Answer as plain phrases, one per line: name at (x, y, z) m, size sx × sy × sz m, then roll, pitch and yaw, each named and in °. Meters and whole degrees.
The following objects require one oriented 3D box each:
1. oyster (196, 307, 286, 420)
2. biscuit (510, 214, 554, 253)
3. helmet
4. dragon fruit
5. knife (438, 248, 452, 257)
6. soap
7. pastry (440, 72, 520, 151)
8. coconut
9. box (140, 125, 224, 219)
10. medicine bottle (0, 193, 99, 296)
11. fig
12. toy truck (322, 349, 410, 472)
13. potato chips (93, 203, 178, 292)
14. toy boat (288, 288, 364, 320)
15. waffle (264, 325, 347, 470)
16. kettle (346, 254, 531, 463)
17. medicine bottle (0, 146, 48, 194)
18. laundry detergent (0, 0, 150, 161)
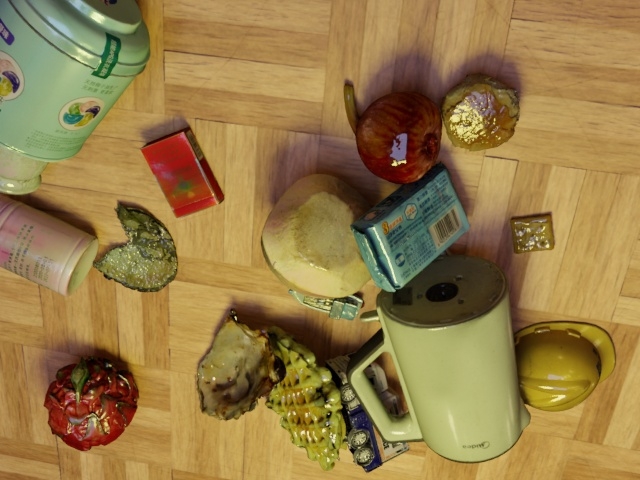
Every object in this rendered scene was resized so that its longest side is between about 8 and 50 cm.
oyster at (-0.190, 0.333, 1.644) m, size 0.096 × 0.221 × 0.361 m, roll 3°, pitch 132°, yaw -34°
biscuit at (0.438, -0.012, 1.444) m, size 0.083 × 0.018 × 0.081 m, roll -6°, pitch 115°, yaw 14°
helmet at (0.514, 0.296, 1.516) m, size 0.257 × 0.140 × 0.205 m, roll -13°, pitch 112°, yaw 19°
dragon fruit at (-0.559, 0.418, 1.750) m, size 0.233 × 0.234 × 0.293 m, roll 0°, pitch 146°, yaw 10°
knife at (0.234, 0.021, 1.485) m, size 0.073 × 0.040 × 0.265 m, roll -22°, pitch 110°, yaw 23°
soap at (0.180, -0.027, 1.352) m, size 0.077 × 0.293 × 0.156 m, roll 3°, pitch 122°, yaw 52°
pastry at (0.301, -0.239, 1.324) m, size 0.153 × 0.081 × 0.153 m, roll 2°, pitch 115°, yaw 5°
coconut at (0.000, 0.000, 1.415) m, size 0.259 × 0.259 × 0.259 m, roll 4°, pitch 116°, yaw 8°
box at (-0.293, -0.143, 1.496) m, size 0.112 × 0.048 × 0.175 m, roll -17°, pitch 111°, yaw 16°
medicine bottle at (-0.652, 0.008, 1.577) m, size 0.254 × 0.152 × 0.152 m, roll 26°, pitch 117°, yaw -2°
fig at (0.126, -0.203, 1.346) m, size 0.207 × 0.175 × 0.175 m, roll 15°, pitch 120°, yaw 32°
toy truck at (0.107, 0.385, 1.626) m, size 0.155 × 0.124 × 0.268 m, roll -21°, pitch 113°, yaw -17°
potato chips at (-0.425, 0.023, 1.617) m, size 0.202 × 0.029 × 0.220 m, roll 14°, pitch 120°, yaw 3°
toy boat at (0.013, 0.133, 1.568) m, size 0.173 × 0.059 × 0.069 m, roll 18°, pitch 117°, yaw 1°
waffle at (-0.040, 0.362, 1.606) m, size 0.073 × 0.297 × 0.317 m, roll -22°, pitch 130°, yaw -29°
kettle at (0.230, 0.261, 1.443) m, size 0.361 × 0.250 × 0.377 m, roll -13°, pitch 118°, yaw 9°
medicine bottle at (-0.650, -0.191, 1.484) m, size 0.147 × 0.147 × 0.143 m, roll 30°, pitch 119°, yaw -5°
laundry detergent at (-0.492, -0.353, 1.300) m, size 0.287 × 0.287 × 0.305 m, roll 42°, pitch 116°, yaw -11°
